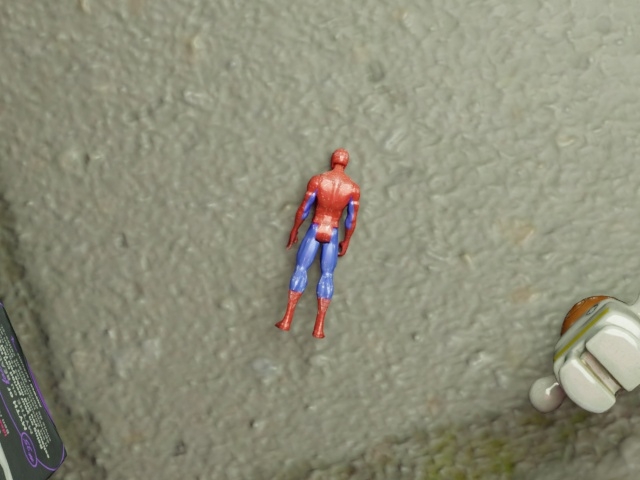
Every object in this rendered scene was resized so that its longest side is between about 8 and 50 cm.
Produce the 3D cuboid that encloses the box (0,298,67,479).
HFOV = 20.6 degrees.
[{"bbox_3d":[-0.259,0.103,0.979,0.143,0.270,0.165,-23,93,5],"label":"box"}]

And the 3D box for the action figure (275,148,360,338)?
[{"bbox_3d":[0.000,0.000,1.077,0.038,0.030,0.115,14,91,-4],"label":"action figure"}]

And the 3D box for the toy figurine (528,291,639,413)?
[{"bbox_3d":[0.226,0.126,1.026,0.209,0.148,0.213,0,98,9],"label":"toy figurine"}]
